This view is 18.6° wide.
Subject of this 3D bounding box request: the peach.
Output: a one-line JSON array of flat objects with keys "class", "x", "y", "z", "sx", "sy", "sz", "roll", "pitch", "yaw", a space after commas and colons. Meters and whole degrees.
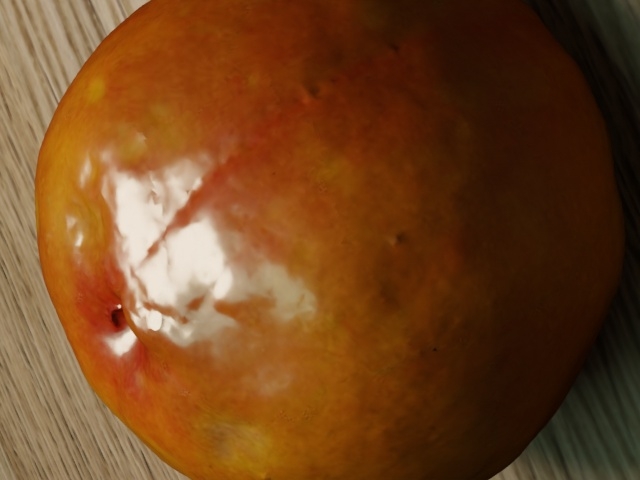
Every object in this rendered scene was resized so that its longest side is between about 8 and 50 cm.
[{"class": "peach", "x": 0.000, "y": 0.000, "z": 1.140, "sx": 0.343, "sy": 0.302, "sz": 0.342, "roll": 18, "pitch": 116, "yaw": 43}]
